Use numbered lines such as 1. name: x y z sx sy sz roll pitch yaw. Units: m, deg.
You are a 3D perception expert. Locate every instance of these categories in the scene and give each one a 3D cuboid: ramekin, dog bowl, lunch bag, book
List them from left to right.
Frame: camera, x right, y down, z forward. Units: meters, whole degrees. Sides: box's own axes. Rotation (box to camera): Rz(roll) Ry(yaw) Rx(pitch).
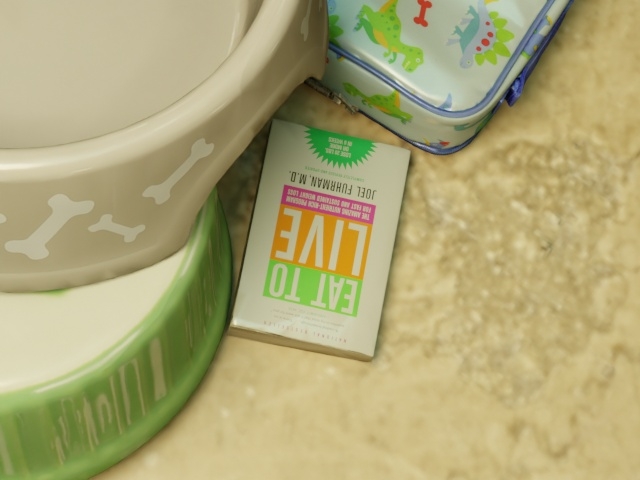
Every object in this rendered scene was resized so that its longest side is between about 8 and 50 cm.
1. ramekin: -0.199 -0.009 0.840 0.303 0.148 0.303 2 67 -6
2. dog bowl: -0.161 -0.152 0.769 0.348 0.102 0.349 3 67 -7
3. book: 0.000 0.000 0.935 0.096 0.035 0.144 12 72 -5
4. lunch bag: 0.082 -0.178 0.958 0.176 0.090 0.219 32 74 6
